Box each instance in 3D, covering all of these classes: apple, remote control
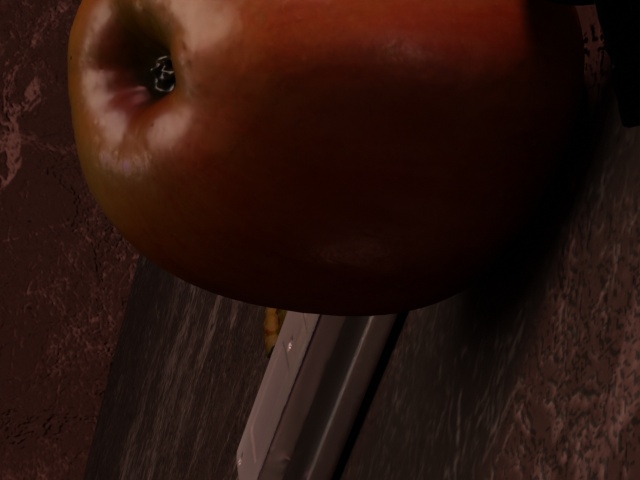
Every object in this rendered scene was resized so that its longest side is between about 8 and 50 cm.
[{"bbox_3d":[0.000,-0.077,1.008,0.242,0.241,0.242,-3,87,62],"label":"apple"},{"bbox_3d":[0.013,0.055,1.264,0.103,0.055,0.277,-103,32,-71],"label":"remote control"}]

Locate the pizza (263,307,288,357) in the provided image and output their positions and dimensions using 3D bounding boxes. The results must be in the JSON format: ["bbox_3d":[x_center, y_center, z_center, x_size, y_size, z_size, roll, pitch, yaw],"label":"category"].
[{"bbox_3d":[0.000,0.000,1.475,0.262,0.034,0.181,136,151,-67],"label":"pizza"}]

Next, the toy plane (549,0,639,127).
[{"bbox_3d":[0.114,-0.251,0.861,0.155,0.106,0.381,-67,-25,-68],"label":"toy plane"}]
